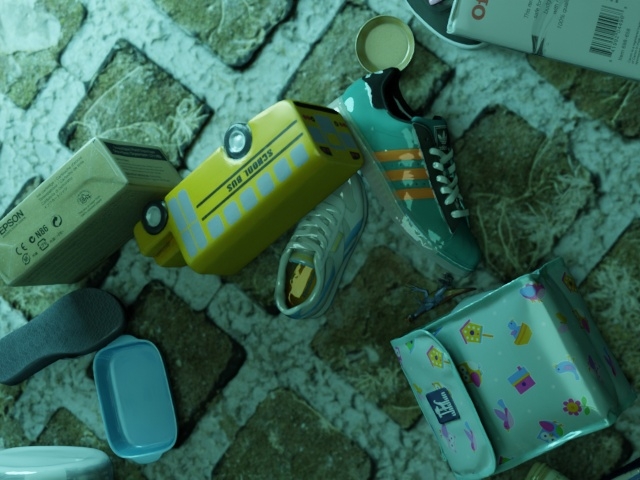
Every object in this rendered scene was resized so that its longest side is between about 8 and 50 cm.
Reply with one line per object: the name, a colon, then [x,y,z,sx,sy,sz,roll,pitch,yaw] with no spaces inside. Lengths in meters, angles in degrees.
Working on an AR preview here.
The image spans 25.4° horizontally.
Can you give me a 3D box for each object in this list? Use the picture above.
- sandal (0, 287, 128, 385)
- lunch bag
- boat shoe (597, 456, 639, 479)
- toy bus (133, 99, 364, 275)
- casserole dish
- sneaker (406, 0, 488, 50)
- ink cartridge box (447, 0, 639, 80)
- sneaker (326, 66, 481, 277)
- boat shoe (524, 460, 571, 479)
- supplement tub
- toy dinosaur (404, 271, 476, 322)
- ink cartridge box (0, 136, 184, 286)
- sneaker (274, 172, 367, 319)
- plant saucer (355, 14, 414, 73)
sandal: [-0.379,0.140,2.081,0.255,0.054,0.097,-22,63,28]
lunch bag: [0.234,0.176,1.833,0.262,0.160,0.223,-28,87,28]
boat shoe: [0.417,0.319,1.830,0.183,0.066,0.066,-33,87,26]
toy bus: [-0.103,-0.059,1.907,0.333,0.108,0.130,-40,65,30]
casserole dish: [-0.263,0.228,2.054,0.114,0.037,0.188,-13,87,18]
sneaker: [0.123,-0.375,1.848,0.105,0.147,0.295,-33,83,14]
ink cartridge box: [0.311,-0.322,1.770,0.273,0.114,0.196,14,97,-1]
sneaker: [0.134,-0.096,1.876,0.121,0.108,0.302,-39,79,20]
boat shoe: [0.249,0.412,1.856,0.089,0.105,0.285,39,112,17]
supplement tub: [-0.395,0.473,2.018,0.207,0.207,0.337,-1,92,18]
toy dinosaur: [0.152,0.085,1.915,0.090,0.047,0.082,26,118,5]
ink cartridge box: [-0.328,-0.037,1.982,0.235,0.193,0.088,-39,79,15]
sneaker: [0.000,0.000,1.932,0.087,0.092,0.228,16,96,18]
plant saucer: [0.089,-0.265,1.932,0.083,0.015,0.083,1,93,18]
